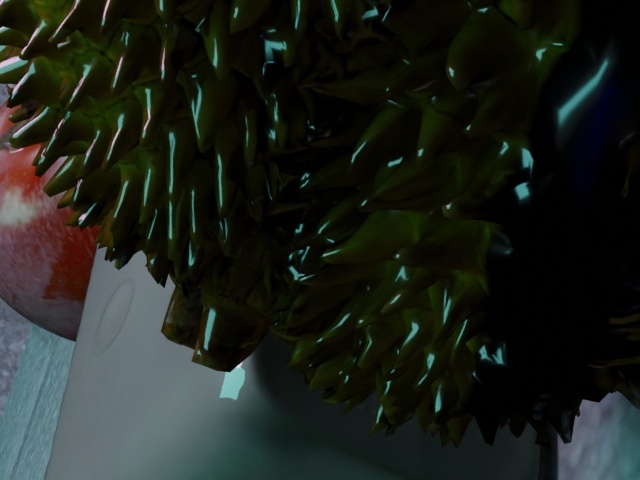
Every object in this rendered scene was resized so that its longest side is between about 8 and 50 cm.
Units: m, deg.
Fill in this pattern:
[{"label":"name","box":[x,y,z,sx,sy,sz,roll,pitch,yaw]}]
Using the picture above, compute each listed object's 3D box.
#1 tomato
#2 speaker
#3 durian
[{"label":"tomato","box":[-0.123,-0.046,1.221,0.270,0.227,0.270,-33,35,28]},{"label":"speaker","box":[0.000,0.000,0.838,0.184,0.183,0.406,-48,26,43]},{"label":"durian","box":[0.048,-0.121,0.547,0.384,0.347,0.347,-57,18,13]}]
